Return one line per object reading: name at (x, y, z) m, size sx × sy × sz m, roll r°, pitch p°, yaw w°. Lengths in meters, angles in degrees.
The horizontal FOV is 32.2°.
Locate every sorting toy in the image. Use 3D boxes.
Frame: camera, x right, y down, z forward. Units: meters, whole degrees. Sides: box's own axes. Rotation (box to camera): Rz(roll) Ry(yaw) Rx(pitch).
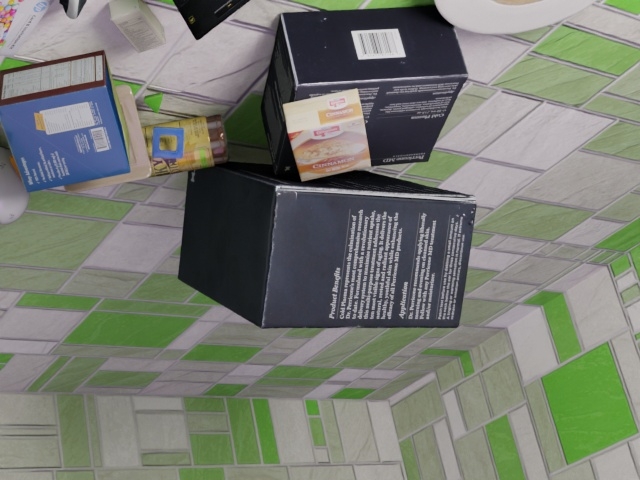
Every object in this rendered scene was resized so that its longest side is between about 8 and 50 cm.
sorting toy at (-0.447, -0.205, 2.220) m, size 0.348 × 0.047 × 0.196 m, roll -12°, pitch 113°, yaw -3°

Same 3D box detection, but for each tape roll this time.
tape roll at (0.386, -0.520, 2.023) m, size 0.392 × 0.072 × 0.392 m, roll -11°, pitch 154°, yaw -5°

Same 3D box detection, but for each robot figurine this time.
robot figurine at (-0.732, -0.105, 2.250) m, size 0.278 × 0.209 × 0.173 m, roll -8°, pitch 110°, yaw -8°

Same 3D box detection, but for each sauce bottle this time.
sauce bottle at (-0.365, -0.184, 2.321) m, size 0.344 × 0.111 × 0.111 m, roll -11°, pitch 154°, yaw -3°

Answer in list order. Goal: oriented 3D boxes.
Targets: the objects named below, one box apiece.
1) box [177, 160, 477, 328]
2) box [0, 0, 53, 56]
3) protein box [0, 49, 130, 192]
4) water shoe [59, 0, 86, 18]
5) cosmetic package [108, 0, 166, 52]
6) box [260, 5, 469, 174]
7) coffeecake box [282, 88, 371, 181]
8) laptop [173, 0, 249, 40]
box at (0.000, 0.000, 2.409) m, size 0.472 × 0.297 × 0.480 m, roll 4°, pitch -172°, yaw -28°
box at (-0.555, -0.371, 1.842) m, size 0.145 × 0.038 × 0.186 m, roll -44°, pitch 162°, yaw 29°
protein box at (-0.478, -0.222, 2.083) m, size 0.201 × 0.136 × 0.199 m, roll -11°, pitch 130°, yaw -2°
water shoe at (-0.422, -0.447, 1.829) m, size 0.080 × 0.073 × 0.203 m, roll 21°, pitch 152°, yaw -2°
cosmetic package at (-0.328, -0.390, 1.994) m, size 0.060 × 0.041 × 0.115 m, roll -16°, pitch 154°, yaw 9°
box at (0.075, -0.297, 2.212) m, size 0.343 × 0.179 × 0.312 m, roll -5°, pitch 152°, yaw -14°
coffeecake box at (0.015, -0.197, 2.104) m, size 0.142 × 0.068 × 0.185 m, roll -12°, pitch 153°, yaw 2°
laptop at (-0.223, -0.470, 1.734) m, size 0.234 × 0.264 × 0.136 m, roll -28°, pitch -177°, yaw 38°
